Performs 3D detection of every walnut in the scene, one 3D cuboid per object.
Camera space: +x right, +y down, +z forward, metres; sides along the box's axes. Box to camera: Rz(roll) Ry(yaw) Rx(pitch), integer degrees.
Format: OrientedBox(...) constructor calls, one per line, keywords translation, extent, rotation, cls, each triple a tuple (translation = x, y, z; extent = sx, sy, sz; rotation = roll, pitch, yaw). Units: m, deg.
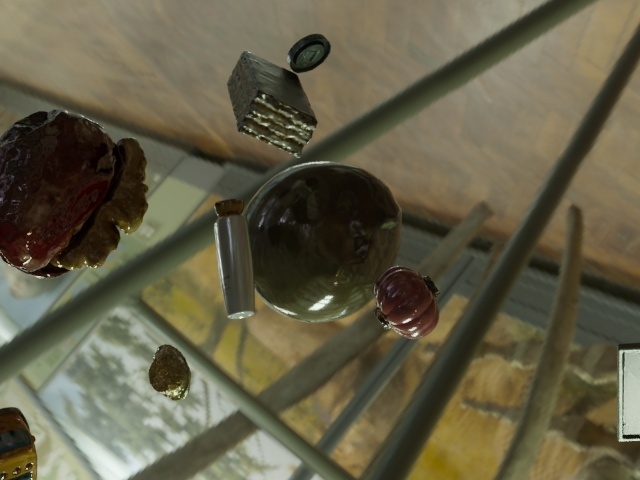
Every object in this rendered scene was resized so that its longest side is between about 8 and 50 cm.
OrientedBox(translation=(-0.389, -0.061, 1.527), extent=(0.243, 0.269, 0.222), rotation=(23, 155, -10), cls="walnut")

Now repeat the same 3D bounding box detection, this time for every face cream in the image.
OrientedBox(translation=(-0.132, 0.027, 1.551), extent=(0.051, 0.182, 0.072), rotation=(0, 165, -26), cls="face cream")

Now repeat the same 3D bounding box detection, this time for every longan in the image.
OrientedBox(translation=(0.000, 0.000, 1.887), extent=(0.319, 0.319, 0.319), rotation=(38, 169, 9), cls="longan")

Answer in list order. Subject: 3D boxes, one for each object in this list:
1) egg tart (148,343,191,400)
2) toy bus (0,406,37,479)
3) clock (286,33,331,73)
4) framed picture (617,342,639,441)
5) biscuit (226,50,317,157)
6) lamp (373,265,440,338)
OrientedBox(translation=(-0.333, 0.289, 2.192), extent=(0.128, 0.129, 0.049), rotation=(32, -153, 35), cls="egg tart")
OrientedBox(translation=(-0.600, 0.428, 1.901), extent=(0.136, 0.126, 0.210), rotation=(43, 132, 35), cls="toy bus")
OrientedBox(translation=(-0.021, -0.333, 1.800), extent=(0.017, 0.085, 0.085), rotation=(58, 177, 23), cls="clock")
OrientedBox(translation=(0.532, 0.233, 1.550), extent=(0.150, 0.015, 0.203), rotation=(-5, 126, 11), cls="framed picture")
OrientedBox(translation=(-0.077, -0.214, 1.562), extent=(0.106, 0.070, 0.252), rotation=(23, -160, -20), cls="biscuit")
OrientedBox(translation=(0.119, 0.086, 1.392), extent=(0.107, 0.092, 0.107), rotation=(58, -179, -2), cls="lamp")
